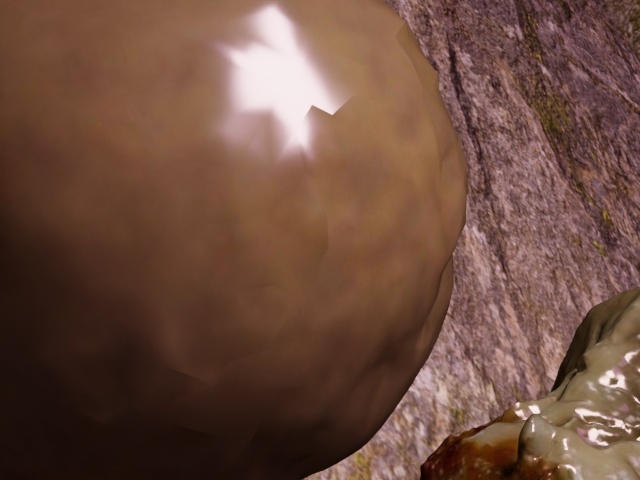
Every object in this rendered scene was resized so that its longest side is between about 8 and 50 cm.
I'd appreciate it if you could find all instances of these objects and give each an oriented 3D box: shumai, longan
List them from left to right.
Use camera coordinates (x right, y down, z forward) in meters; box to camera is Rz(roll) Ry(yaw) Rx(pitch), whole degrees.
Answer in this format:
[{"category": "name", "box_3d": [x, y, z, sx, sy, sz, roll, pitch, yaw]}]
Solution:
[{"category": "longan", "box_3d": [-0.132, -0.019, 0.960, 0.435, 0.404, 0.404, 18, 24, 12]}, {"category": "shumai", "box_3d": [0.261, 0.226, 1.347, 0.323, 0.324, 0.397, 1, 49, -34]}]
